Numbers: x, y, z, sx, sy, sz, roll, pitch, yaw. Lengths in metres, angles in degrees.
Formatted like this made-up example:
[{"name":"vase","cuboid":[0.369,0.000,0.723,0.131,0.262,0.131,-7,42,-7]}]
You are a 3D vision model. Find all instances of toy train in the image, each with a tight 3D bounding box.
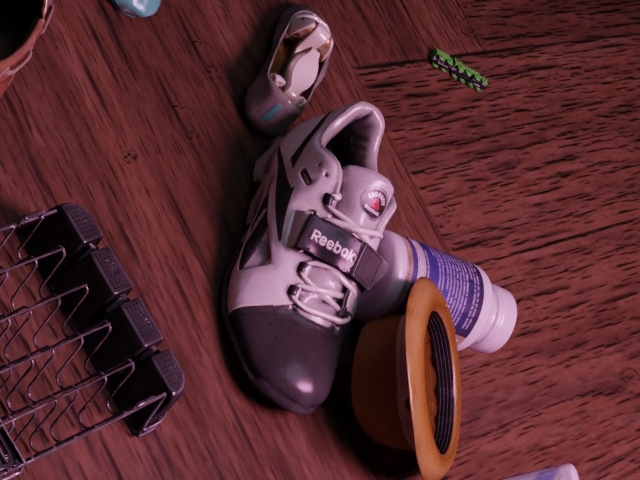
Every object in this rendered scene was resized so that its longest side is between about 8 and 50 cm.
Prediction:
[{"name":"toy train","cuboid":[0.161,-0.198,2.010,0.083,0.017,0.023,25,36,-30]}]

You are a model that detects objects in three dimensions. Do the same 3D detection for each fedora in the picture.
[{"name":"fedora","cuboid":[0.076,0.131,1.604,0.194,0.079,0.194,-3,90,-72]}]

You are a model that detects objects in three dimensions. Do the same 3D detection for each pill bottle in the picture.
[{"name":"pill bottle","cuboid":[0.110,0.057,1.710,0.169,0.094,0.094,21,49,-33]}]

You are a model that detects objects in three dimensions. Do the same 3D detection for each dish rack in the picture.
[{"name":"dish rack","cuboid":[-0.243,0.086,1.365,0.271,0.074,0.208,-23,78,-48]}]

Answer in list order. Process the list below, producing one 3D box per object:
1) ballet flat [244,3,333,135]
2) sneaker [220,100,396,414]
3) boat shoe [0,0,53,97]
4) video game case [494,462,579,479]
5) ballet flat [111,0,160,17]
[{"name":"ballet flat","cuboid":[-0.018,-0.187,1.785,0.072,0.068,0.213,40,41,-16]},{"name":"sneaker","cuboid":[0.000,0.000,1.609,0.122,0.146,0.330,28,47,-29]},{"name":"boat shoe","cuboid":[-0.278,-0.223,1.517,0.123,0.116,0.324,31,44,-25]},{"name":"video game case","cuboid":[0.088,0.362,1.318,0.036,0.300,0.329,58,19,-69]},{"name":"ballet flat","cuboid":[-0.189,-0.341,1.715,0.083,0.087,0.247,10,56,-41]}]
